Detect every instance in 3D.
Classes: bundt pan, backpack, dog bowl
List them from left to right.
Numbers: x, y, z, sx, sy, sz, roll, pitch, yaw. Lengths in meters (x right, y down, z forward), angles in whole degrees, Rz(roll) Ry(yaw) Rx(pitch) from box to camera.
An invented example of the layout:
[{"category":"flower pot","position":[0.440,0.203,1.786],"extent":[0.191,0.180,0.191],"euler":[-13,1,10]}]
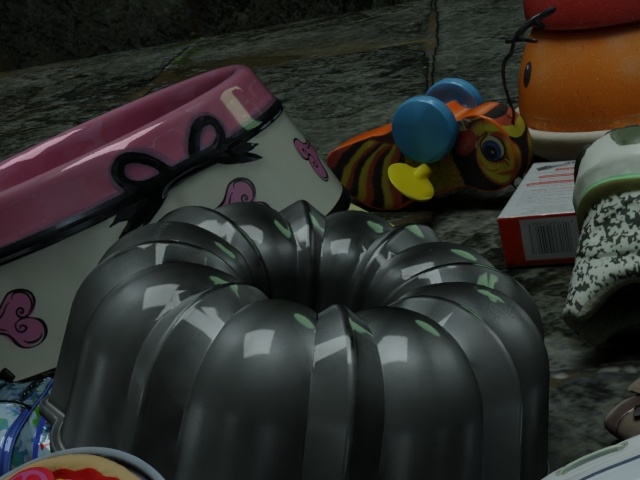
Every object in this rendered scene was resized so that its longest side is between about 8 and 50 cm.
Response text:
[{"category":"backpack","position":[-0.187,0.150,0.851],"extent":[0.084,0.105,0.114],"euler":[-5,19,13]},{"category":"dog bowl","position":[-0.188,-0.020,1.158],"extent":[0.408,0.150,0.408],"euler":[-23,12,5]},{"category":"bundt pan","position":[-0.007,0.063,0.831],"extent":[0.331,0.124,0.331],"euler":[6,19,-2]}]

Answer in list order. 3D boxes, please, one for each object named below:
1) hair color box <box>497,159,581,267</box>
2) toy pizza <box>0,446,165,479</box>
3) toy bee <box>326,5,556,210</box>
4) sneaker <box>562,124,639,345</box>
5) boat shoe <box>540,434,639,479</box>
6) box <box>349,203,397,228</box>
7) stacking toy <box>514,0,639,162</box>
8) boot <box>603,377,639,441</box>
[{"category":"hair color box","position":[0.232,-0.029,1.242],"extent":[0.093,0.053,0.167],"euler":[-5,20,23]},{"category":"toy pizza","position":[-0.155,0.189,0.665],"extent":[0.201,0.032,0.201],"euler":[-19,45,20]},{"category":"toy bee","position":[0.147,-0.090,1.375],"extent":[0.195,0.162,0.298],"euler":[-33,2,-32]},{"category":"sneaker","position":[0.351,0.036,0.915],"extent":[0.410,0.158,0.182],"euler":[4,54,34]},{"category":"boat shoe","position":[0.221,0.122,0.727],"extent":[0.226,0.083,0.076],"euler":[-12,19,-2]},{"category":"box","position":[0.000,0.000,1.282],"extent":[0.087,0.058,0.232],"euler":[-18,19,-18]},{"category":"stacking toy","position":[0.338,-0.347,1.440],"extent":[0.350,0.480,0.350],"euler":[-14,15,4]},{"category":"boot","position":[0.243,0.102,0.847],"extent":[0.118,0.042,0.087],"euler":[-23,19,-34]}]
